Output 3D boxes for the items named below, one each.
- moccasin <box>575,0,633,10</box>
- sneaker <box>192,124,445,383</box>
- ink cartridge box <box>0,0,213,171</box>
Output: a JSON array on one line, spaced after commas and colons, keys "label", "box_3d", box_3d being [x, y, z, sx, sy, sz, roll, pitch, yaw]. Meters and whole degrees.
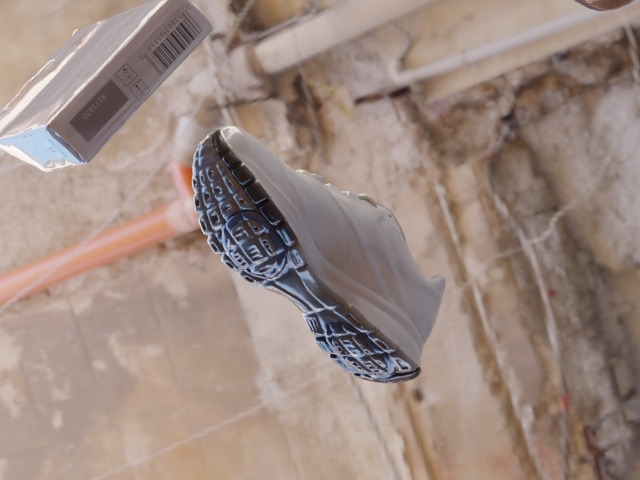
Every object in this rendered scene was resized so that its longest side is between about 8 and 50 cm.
[{"label": "moccasin", "box_3d": [0.245, -0.288, 0.743, 0.139, 0.147, 0.380, 48, -110, -18]}, {"label": "sneaker", "box_3d": [0.000, 0.000, 1.174, 0.297, 0.111, 0.129, 47, -126, -23]}, {"label": "ink cartridge box", "box_3d": [-0.220, -0.138, 1.183, 0.056, 0.225, 0.181, 48, -116, -21]}]
